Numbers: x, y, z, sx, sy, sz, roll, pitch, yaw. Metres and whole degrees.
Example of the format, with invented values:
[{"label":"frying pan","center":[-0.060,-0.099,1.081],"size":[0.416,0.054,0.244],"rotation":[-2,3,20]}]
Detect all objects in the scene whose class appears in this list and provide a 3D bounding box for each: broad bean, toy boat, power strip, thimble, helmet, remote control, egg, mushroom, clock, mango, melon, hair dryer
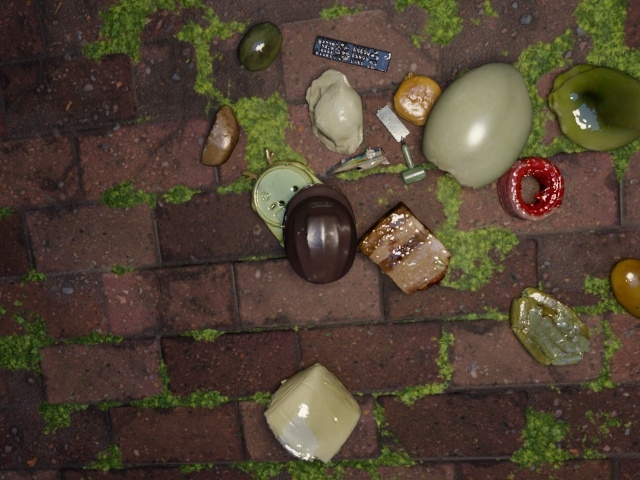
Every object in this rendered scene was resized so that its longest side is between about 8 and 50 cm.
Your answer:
[{"label":"broad bean","center":[0.797,-0.381,1.334],"size":[0.290,0.119,0.238],"rotation":[22,91,2]},{"label":"toy boat","center":[0.113,-0.242,1.468],"size":[0.210,0.084,0.066],"rotation":[-16,91,19]},{"label":"power strip","center":[0.223,-0.372,1.459],"size":[0.051,0.019,0.136],"rotation":[-40,91,12]},{"label":"thimble","center":[0.625,-0.152,1.384],"size":[0.163,0.125,0.190],"rotation":[-13,96,6]},{"label":"helmet","center":[0.000,0.000,1.375],"size":[0.224,0.177,0.306],"rotation":[-6,118,-2]},{"label":"remote control","center":[0.096,-0.579,1.445],"size":[0.245,0.025,0.063],"rotation":[16,100,5]},{"label":"egg","center":[0.447,-0.325,1.305],"size":[0.278,0.278,0.336],"rotation":[33,102,2]},{"label":"mushroom","center":[-0.318,-0.329,1.510],"size":[0.094,0.072,0.210],"rotation":[27,100,-6]},{"label":"clock","center":[-0.116,-0.146,1.496],"size":[0.235,0.096,0.308],"rotation":[-43,89,11]},{"label":"mango","center":[0.963,0.155,1.399],"size":[0.136,0.099,0.227],"rotation":[-38,100,4]},{"label":"melon","center":[-0.190,-0.594,1.435],"size":[0.167,0.114,0.114],"rotation":[-43,91,8]},{"label":"hair dryer","center":[0.276,-0.255,1.451],"size":[0.071,0.047,0.150],"rotation":[-19,98,10]}]

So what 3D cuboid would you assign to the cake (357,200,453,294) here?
[{"label":"cake","center":[0.271,0.045,1.423],"size":[0.196,0.199,0.293],"rotation":[-42,92,8]}]

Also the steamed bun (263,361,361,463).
[{"label":"steamed bun","center":[-0.025,0.574,1.496],"size":[0.290,0.272,0.273],"rotation":[39,100,-3]}]

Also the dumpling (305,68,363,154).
[{"label":"dumpling","center":[0.038,-0.382,1.430],"size":[0.193,0.147,0.258],"rotation":[-14,103,40]}]

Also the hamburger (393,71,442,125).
[{"label":"hamburger","center":[0.298,-0.428,1.411],"size":[0.147,0.083,0.138],"rotation":[34,96,-1]}]

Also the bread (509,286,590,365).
[{"label":"bread","center":[0.692,0.265,1.432],"size":[0.186,0.124,0.257],"rotation":[-43,89,11]}]
